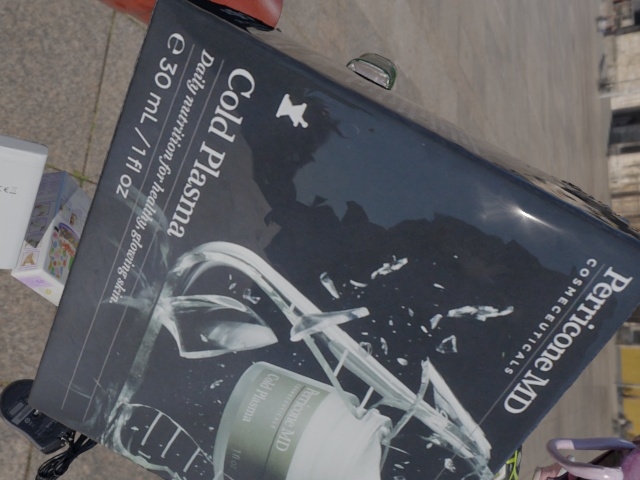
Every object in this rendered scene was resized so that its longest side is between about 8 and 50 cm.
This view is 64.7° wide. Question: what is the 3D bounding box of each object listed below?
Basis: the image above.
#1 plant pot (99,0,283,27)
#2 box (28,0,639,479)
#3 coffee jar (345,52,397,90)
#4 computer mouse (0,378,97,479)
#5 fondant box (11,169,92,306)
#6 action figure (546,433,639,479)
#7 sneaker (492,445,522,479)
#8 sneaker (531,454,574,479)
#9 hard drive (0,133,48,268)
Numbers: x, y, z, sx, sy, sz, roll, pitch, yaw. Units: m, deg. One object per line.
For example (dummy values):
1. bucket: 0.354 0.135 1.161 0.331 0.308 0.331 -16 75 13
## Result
1. plant pot: -0.205 -0.425 0.783 0.265 0.272 0.273 22 69 -62
2. box: -0.003 0.058 0.609 0.480 0.471 0.297 -63 180 21
3. coffee jar: 0.103 -0.332 1.033 0.184 0.096 0.079 -60 175 -62
4. computer mouse: -0.729 0.484 1.330 0.272 0.072 0.188 45 63 4
5. fondant box: -0.753 -0.001 1.478 0.238 0.096 0.331 77 6 -60
6. action figure: 0.523 0.345 0.794 0.369 0.248 0.276 -26 97 -13
7. sneaker: 0.459 0.639 1.388 0.145 0.147 0.385 -19 115 -49
8. sneaker: 0.617 0.614 1.351 0.134 0.070 0.051 -44 131 -16
9. hard drive: -0.739 -0.081 1.062 0.232 0.353 0.047 10 40 -35
